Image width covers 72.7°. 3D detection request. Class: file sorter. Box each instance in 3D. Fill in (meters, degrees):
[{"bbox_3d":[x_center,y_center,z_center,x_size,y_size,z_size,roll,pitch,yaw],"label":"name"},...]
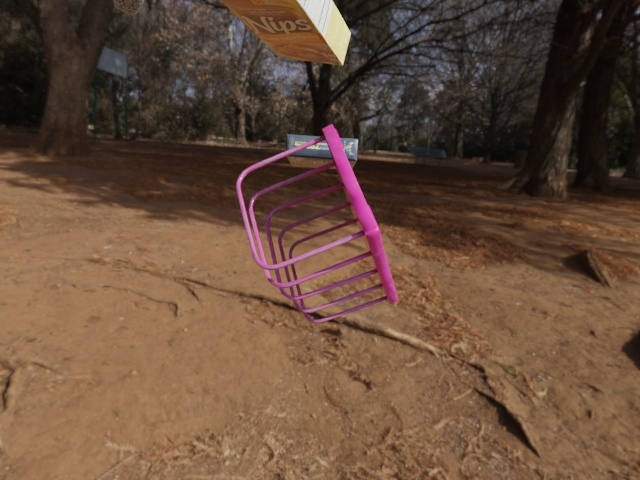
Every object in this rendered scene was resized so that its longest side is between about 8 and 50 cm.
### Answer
[{"bbox_3d":[0.000,0.000,0.743,0.182,0.202,0.291,-21,-30,5],"label":"file sorter"}]

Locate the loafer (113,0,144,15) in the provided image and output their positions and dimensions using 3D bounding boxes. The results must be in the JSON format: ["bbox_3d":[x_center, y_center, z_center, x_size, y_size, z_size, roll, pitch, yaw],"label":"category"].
[{"bbox_3d":[-0.533,-0.808,1.287,0.112,0.112,0.319,17,-25,-39],"label":"loafer"}]

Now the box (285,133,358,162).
[{"bbox_3d":[0.005,-0.238,1.196,0.183,0.059,0.233,3,3,0],"label":"box"}]

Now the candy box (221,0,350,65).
[{"bbox_3d":[-0.067,-0.479,0.918,0.182,0.088,0.316,15,6,18],"label":"candy box"}]
